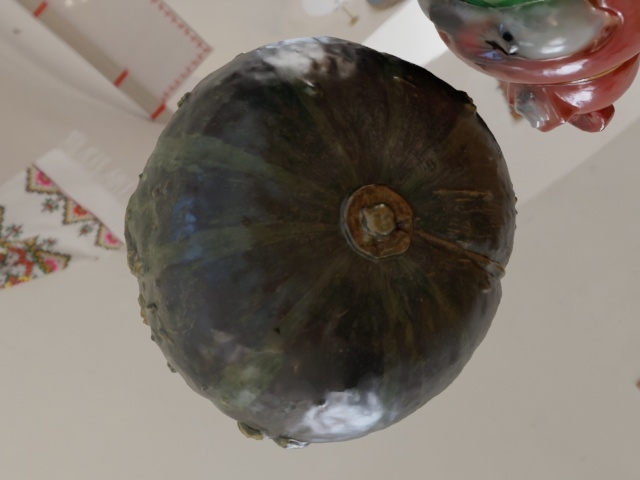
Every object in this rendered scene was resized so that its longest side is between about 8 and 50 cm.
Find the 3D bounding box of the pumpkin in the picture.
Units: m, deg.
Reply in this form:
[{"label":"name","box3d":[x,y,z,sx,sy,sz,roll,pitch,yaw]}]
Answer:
[{"label":"pumpkin","box3d":[0.001,-0.001,0.421,0.190,0.146,0.190,8,-114,-18]}]

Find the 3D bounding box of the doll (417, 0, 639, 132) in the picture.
[{"label":"doll","box3d":[0.141,-0.194,0.573,0.182,0.160,0.363,28,161,40]}]
